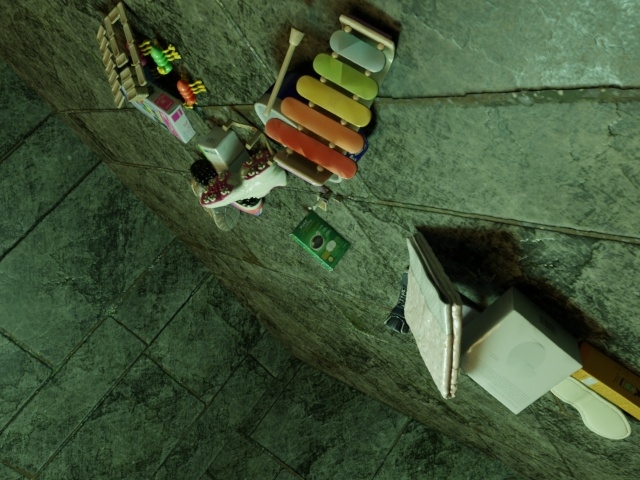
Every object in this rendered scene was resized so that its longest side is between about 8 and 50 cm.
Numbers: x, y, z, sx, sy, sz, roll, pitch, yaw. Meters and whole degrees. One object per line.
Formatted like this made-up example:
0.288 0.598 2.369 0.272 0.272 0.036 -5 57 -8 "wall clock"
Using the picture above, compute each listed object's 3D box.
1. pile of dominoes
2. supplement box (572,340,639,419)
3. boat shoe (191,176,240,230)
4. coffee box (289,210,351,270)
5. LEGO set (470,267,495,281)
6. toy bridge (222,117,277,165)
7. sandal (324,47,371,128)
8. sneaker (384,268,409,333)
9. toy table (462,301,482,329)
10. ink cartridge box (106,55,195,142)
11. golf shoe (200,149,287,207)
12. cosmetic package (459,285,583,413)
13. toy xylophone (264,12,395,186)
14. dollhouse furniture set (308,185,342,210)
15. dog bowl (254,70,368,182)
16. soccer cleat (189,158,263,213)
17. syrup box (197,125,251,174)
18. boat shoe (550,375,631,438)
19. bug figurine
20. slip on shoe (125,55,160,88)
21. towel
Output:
-0.567 -0.530 1.701 0.196 0.040 0.251 -11 95 46 "pile of dominoes"
0.745 0.359 1.497 0.233 0.078 0.080 34 160 13 "supplement box"
-0.420 -0.161 2.353 0.116 0.123 0.324 40 162 32 "boat shoe"
0.000 0.000 1.960 0.184 0.113 0.040 40 163 -10 "coffee box"
0.428 0.097 1.551 0.054 0.023 0.083 38 160 0 "LEGO set"
-0.193 -0.295 1.712 0.188 0.063 0.026 37 161 -2 "toy bridge"
0.054 -0.311 1.249 0.090 0.060 0.219 28 158 27 "sandal"
0.269 0.202 1.860 0.086 0.163 0.226 28 157 31 "sneaker"
0.422 0.303 1.699 0.274 0.252 0.161 29 -165 1 "toy table"
-0.541 -0.443 1.833 0.311 0.065 0.186 38 169 14 "ink cartridge box"
-0.240 -0.165 1.852 0.306 0.115 0.140 -23 143 26 "golf shoe"
0.500 0.282 1.510 0.224 0.138 0.225 40 117 -3 "cosmetic package"
0.003 -0.277 1.140 0.236 0.323 0.081 23 -161 11 "toy xylophone"
0.008 -0.097 1.772 0.091 0.081 0.114 33 160 15 "dollhouse furniture set"
-0.020 -0.257 1.346 0.265 0.104 0.265 40 175 4 "dog bowl"
-0.347 -0.190 2.162 0.318 0.109 0.116 30 163 16 "soccer cleat"
-0.287 -0.253 1.925 0.093 0.096 0.237 21 153 39 "syrup box"
0.755 0.441 1.644 0.305 0.091 0.109 41 123 -12 "boat shoe"
-0.478 -0.502 1.743 0.279 0.072 0.216 26 157 33 "bug figurine"
-0.574 -0.532 1.883 0.135 0.051 0.041 39 159 -25 "slip on shoe"
0.287 0.189 1.540 0.332 0.053 0.317 -107 10 -57 "towel"
